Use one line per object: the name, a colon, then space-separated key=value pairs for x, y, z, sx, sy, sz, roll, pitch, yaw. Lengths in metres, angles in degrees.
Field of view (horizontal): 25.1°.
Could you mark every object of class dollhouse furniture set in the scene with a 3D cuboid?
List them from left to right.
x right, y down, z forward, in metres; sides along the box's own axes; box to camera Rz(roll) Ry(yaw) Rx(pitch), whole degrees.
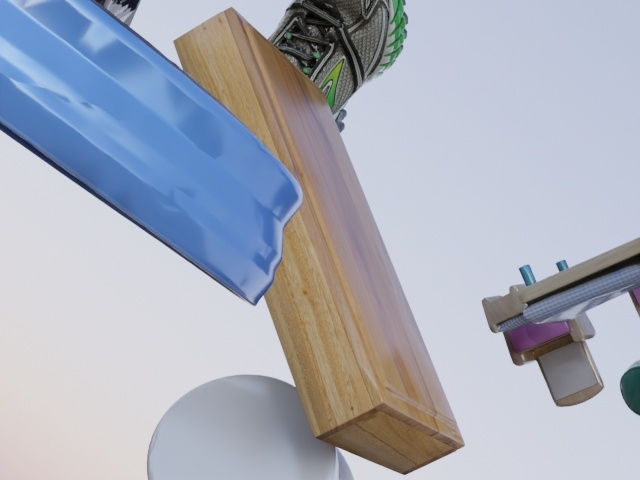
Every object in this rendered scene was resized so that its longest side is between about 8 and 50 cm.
dollhouse furniture set: x=0.276 y=0.095 z=1.248 sx=0.303 sy=0.286 sz=0.198 roll=0 pitch=66 yaw=-65

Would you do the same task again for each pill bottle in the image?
pill bottle: x=-0.061 y=0.296 z=1.415 sx=0.204 sy=0.204 sz=0.361 roll=29 pitch=-30 yaw=23

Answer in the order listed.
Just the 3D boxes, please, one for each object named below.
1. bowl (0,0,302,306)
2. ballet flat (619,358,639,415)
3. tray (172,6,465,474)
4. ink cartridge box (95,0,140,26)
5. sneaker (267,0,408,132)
bowl: x=-0.175 y=-0.103 z=0.835 sx=0.391 sy=0.077 sz=0.391 roll=35 pitch=-4 yaw=3
ballet flat: x=0.415 y=0.150 z=1.582 sx=0.083 sy=0.087 sz=0.247 roll=64 pitch=-14 yaw=7
tray: x=0.000 y=0.000 z=1.318 sx=0.203 sy=0.076 sz=0.411 roll=36 pitch=29 yaw=-60
ink cartridge box: x=-0.225 y=-0.247 z=1.216 sx=0.165 sy=0.065 sz=0.333 roll=44 pitch=-34 yaw=6
sneaker: x=-0.014 y=-0.195 z=1.647 sx=0.134 sy=0.146 sz=0.343 roll=44 pitch=-47 yaw=20
